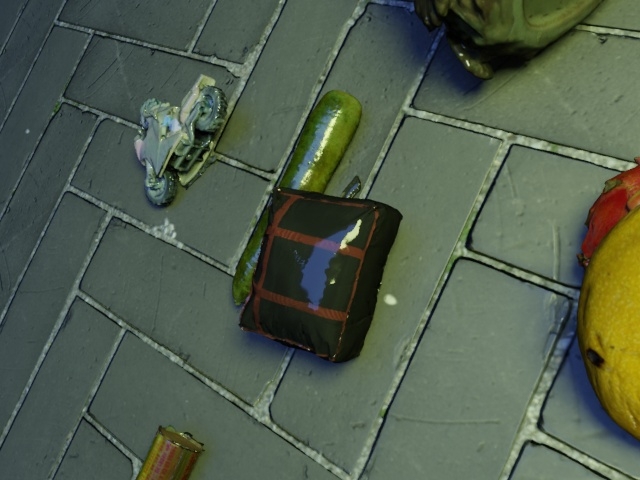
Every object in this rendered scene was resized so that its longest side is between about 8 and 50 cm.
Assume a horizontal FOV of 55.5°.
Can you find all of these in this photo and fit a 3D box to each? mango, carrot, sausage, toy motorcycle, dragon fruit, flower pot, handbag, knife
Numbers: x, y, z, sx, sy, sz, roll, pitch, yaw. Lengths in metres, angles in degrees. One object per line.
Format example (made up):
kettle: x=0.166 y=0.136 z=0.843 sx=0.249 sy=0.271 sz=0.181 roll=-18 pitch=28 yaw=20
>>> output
mango: x=0.329 y=0.070 z=0.554 sx=0.177 sy=0.120 sz=0.295 roll=3 pitch=119 yaw=26
carrot: x=-0.042 y=-0.060 z=0.917 sx=0.074 sy=0.074 sz=0.359 roll=29 pitch=91 yaw=34
sausage: x=-0.277 y=0.454 z=0.885 sx=0.082 sy=0.082 sz=0.372 roll=23 pitch=87 yaw=34
toy motorcycle: x=-0.263 y=-0.204 z=1.068 sx=0.239 sy=0.108 sz=0.204 roll=-40 pitch=58 yaw=13
dragon fruit: x=0.346 y=-0.018 z=0.637 sx=0.166 sy=0.133 sz=0.136 roll=-38 pitch=66 yaw=13
flower pot: x=0.223 y=-0.364 z=0.736 sx=0.302 sy=0.301 sz=0.213 roll=-45 pitch=58 yaw=11
handbag: x=-0.005 y=0.040 z=0.807 sx=0.169 sy=0.155 sz=0.215 roll=16 pitch=90 yaw=26
knife: x=0.004 y=0.003 z=0.897 sx=0.045 sy=0.021 sz=0.222 roll=34 pitch=93 yaw=37
